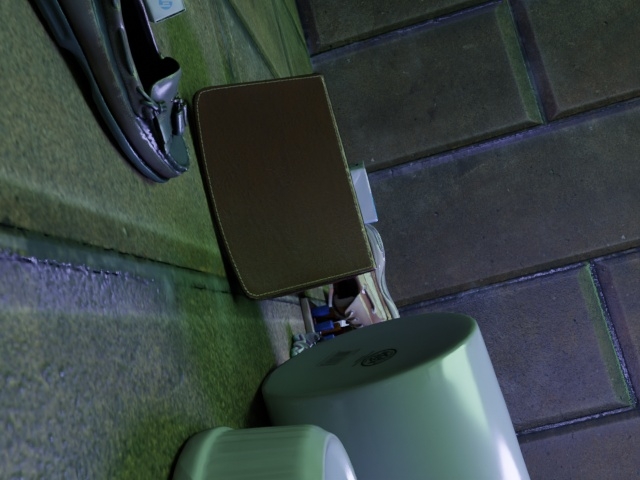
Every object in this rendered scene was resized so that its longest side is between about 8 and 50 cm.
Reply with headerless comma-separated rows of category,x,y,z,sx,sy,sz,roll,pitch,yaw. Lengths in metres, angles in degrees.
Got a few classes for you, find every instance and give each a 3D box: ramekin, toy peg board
ramekin,-0.026,0.295,0.610,0.273,0.127,0.273,-15,90,-83
toy peg board,0.027,0.202,1.394,0.160,0.079,0.161,54,22,-71

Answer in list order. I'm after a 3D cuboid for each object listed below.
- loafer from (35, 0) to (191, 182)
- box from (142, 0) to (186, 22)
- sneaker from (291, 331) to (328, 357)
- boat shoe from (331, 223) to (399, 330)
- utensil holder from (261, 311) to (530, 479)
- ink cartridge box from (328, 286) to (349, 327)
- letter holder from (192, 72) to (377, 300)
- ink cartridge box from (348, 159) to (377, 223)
loafer,-0.171,-0.161,0.623,0.267,0.084,0.096,67,11,-46
box,-0.202,-0.312,0.648,0.145,0.038,0.186,36,-28,53
sneaker,-0.013,0.186,1.155,0.098,0.069,0.038,-93,165,-60
boat shoe,0.075,0.126,1.377,0.123,0.116,0.324,-9,-83,54
utensil holder,0.122,0.327,0.909,0.327,0.327,0.385,-51,124,-81
ink cartridge box,0.048,0.220,1.741,0.145,0.045,0.179,53,41,-72
letter holder,-0.078,-0.067,0.994,0.152,0.214,0.302,-25,-101,65
ink cartridge box,0.069,-0.095,1.314,0.180,0.060,0.104,-76,151,-78
